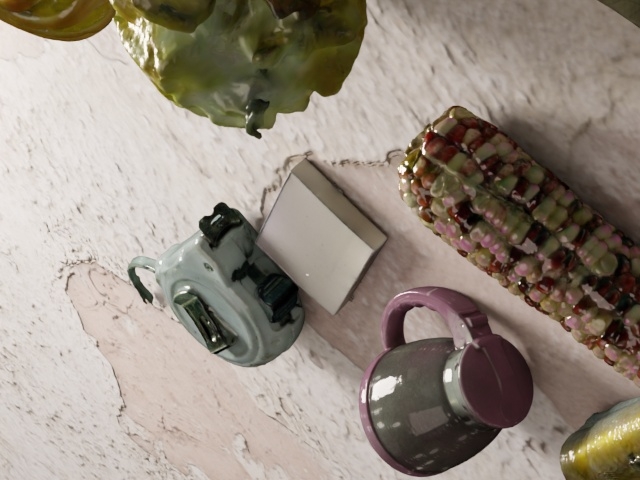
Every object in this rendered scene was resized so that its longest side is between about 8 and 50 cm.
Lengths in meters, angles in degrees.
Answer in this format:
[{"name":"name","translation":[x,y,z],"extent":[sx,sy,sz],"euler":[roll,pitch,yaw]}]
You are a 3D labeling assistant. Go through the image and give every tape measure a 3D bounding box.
[{"name":"tape measure","translation":[-0.124,0.071,1.922],"extent":[0.164,0.084,0.330],"euler":[53,151,-1]}]

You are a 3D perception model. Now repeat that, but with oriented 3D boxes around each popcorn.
[{"name":"popcorn","translation":[-0.064,-0.171,1.380],"extent":[0.198,0.198,0.212],"euler":[41,-174,13]}]

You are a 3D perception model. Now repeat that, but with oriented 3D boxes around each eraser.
[{"name":"eraser","translation":[0.000,0.000,1.717],"extent":[0.104,0.023,0.150],"euler":[44,153,8]}]

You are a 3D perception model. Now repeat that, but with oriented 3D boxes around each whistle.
[{"name":"whistle","translation":[0.280,0.131,1.449],"extent":[0.326,0.057,0.068],"euler":[-39,70,61]}]

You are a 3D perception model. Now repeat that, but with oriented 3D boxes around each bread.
[{"name":"bread","translation":[-0.264,-0.245,1.658],"extent":[0.213,0.105,0.213],"euler":[32,168,7]}]

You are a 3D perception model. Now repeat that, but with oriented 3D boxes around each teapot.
[{"name":"teapot","translation":[0.114,0.118,1.649],"extent":[0.116,0.148,0.146],"euler":[21,152,-30]}]

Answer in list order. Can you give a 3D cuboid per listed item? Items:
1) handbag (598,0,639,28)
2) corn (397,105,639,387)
[{"name":"handbag","translation":[0.117,-0.232,1.150],"extent":[0.270,0.117,0.183],"euler":[28,133,34]},{"name":"corn","translation":[0.176,0.008,1.416],"extent":[0.280,0.092,0.092],"euler":[38,151,9]}]
